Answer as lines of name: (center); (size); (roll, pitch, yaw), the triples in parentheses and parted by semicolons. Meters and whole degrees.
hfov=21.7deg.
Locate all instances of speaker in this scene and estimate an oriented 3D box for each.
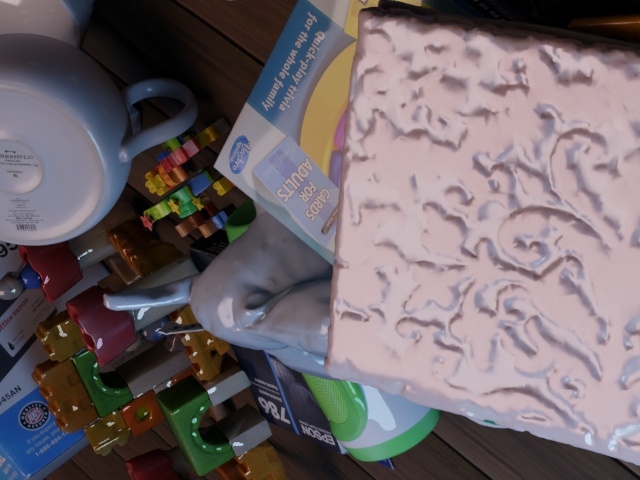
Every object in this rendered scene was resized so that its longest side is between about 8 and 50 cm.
speaker: (0.016, 0.084, 1.761); (0.131, 0.131, 0.297); (1, 123, 58)

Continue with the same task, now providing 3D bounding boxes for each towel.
towel: (0.166, -0.001, 1.236); (0.331, 0.053, 0.317); (14, 113, 24)

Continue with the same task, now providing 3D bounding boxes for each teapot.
teapot: (-0.307, -0.132, 1.830); (0.256, 0.187, 0.252); (38, 124, -16)

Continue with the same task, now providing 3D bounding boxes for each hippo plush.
hippo plush: (0.000, 0.000, 1.597); (0.294, 0.237, 0.234); (9, 168, 28)

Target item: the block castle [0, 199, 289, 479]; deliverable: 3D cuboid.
block castle: (-0.221, 0.200, 2.113); (0.303, 0.212, 0.453); (38, 154, 57)

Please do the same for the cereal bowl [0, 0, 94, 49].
cereal bowl: (-0.403, -0.329, 1.843); (0.339, 0.141, 0.339); (15, 159, 6)

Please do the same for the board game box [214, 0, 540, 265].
board game box: (0.103, -0.064, 1.341); (0.336, 0.079, 0.254); (39, 122, 17)

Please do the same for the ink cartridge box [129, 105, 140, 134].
ink cartridge box: (-0.347, -0.160, 2.007); (0.219, 0.160, 0.093); (44, 155, 17)

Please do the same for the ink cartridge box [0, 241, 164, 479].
ink cartridge box: (-0.439, 0.120, 2.358); (0.395, 0.285, 0.166); (50, 152, 5)

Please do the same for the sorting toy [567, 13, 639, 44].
sorting toy: (0.178, -0.253, 1.137); (0.196, 0.047, 0.348); (11, 135, 27)

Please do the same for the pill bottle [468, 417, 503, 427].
pill bottle: (0.187, 0.082, 1.489); (0.117, 0.117, 0.208); (47, 154, 11)

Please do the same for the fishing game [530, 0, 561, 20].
fishing game: (0.117, -0.289, 1.237); (0.264, 0.041, 0.189); (44, 155, -2)

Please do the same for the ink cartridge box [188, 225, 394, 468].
ink cartridge box: (-0.034, 0.142, 1.984); (0.165, 0.065, 0.333); (15, 136, 51)

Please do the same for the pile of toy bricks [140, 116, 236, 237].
pile of toy bricks: (-0.158, -0.052, 1.897); (0.118, 0.105, 0.212); (55, 154, -5)
